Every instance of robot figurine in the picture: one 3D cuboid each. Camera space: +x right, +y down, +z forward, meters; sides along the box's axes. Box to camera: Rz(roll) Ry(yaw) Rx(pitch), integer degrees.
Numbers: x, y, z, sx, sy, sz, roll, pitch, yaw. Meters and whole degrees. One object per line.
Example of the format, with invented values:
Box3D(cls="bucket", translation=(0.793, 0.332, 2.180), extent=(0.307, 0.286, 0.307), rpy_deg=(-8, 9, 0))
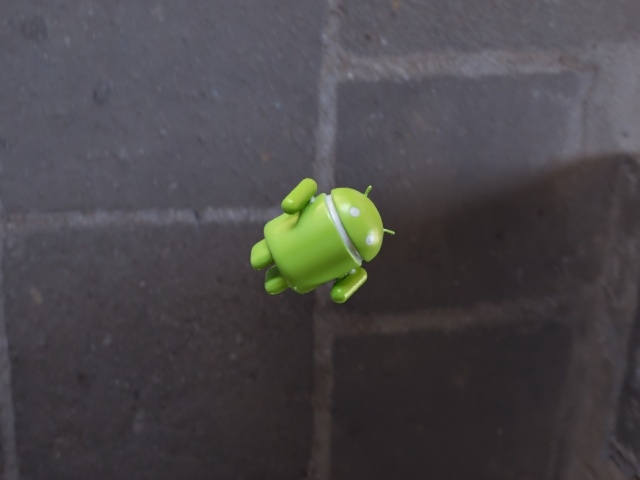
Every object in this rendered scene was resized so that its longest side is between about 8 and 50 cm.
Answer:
Box3D(cls="robot figurine", translation=(0.000, 0.000, 1.226), extent=(0.115, 0.067, 0.101), rpy_deg=(-26, 105, 8))
